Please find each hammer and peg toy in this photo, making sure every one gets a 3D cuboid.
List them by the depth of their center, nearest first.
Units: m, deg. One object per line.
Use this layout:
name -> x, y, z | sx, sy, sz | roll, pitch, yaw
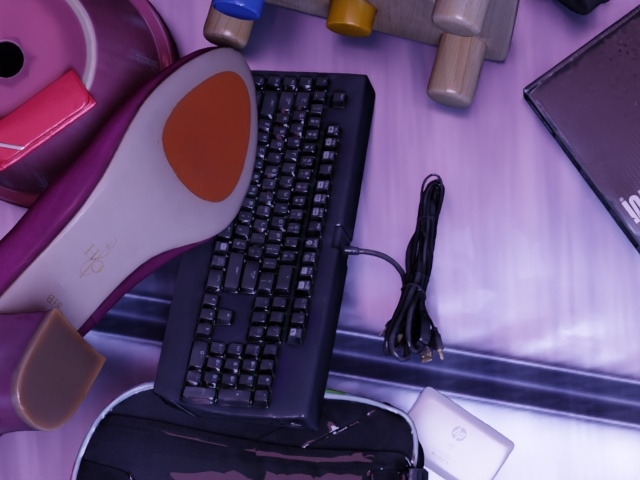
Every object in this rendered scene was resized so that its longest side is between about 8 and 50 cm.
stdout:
hammer and peg toy -> 0.015, -0.221, 1.407 | 0.266, 0.361, 0.127 | 15, 79, 6

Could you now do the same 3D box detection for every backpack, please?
backpack -> -0.059, 0.209, 1.469 | 0.254, 0.191, 0.225 | 6, 84, -2

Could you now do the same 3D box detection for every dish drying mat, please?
dish drying mat -> -0.200, -0.085, 1.409 | 0.083, 0.008, 0.032 | -35, 84, 2

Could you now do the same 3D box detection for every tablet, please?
tablet -> 0.103, 0.157, 1.553 | 0.083, 0.006, 0.054 | 34, 89, 5

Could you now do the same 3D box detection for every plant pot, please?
plant pot -> -0.214, -0.126, 1.508 | 0.201, 0.180, 0.201 | 0, 87, 4

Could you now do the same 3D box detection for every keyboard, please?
keyboard -> 0.000, 0.000, 1.478 | 0.202, 0.033, 0.317 | 6, 55, 5

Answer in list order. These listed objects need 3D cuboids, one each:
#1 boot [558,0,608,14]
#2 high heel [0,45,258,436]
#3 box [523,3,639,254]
boot -> 0.208, -0.374, 1.515 | 0.260, 0.131, 0.348 | -30, 84, 2
high heel -> -0.186, -0.006, 1.448 | 0.181, 0.377, 0.127 | -7, 126, 40
box -> 0.283, -0.092, 1.535 | 0.184, 0.045, 0.190 | -35, 84, -1
